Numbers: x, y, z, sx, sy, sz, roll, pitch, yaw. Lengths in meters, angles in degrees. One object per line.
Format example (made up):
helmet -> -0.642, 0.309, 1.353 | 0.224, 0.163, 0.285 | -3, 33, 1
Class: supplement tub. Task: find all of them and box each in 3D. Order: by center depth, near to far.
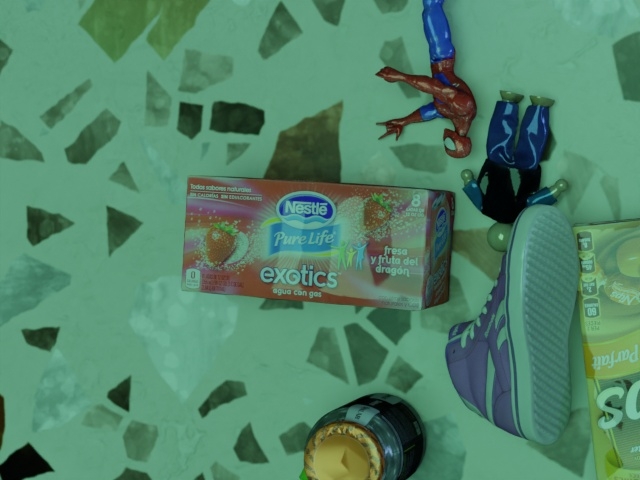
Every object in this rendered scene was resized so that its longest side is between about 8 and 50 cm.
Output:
supplement tub -> 0.051, 0.247, 1.748 | 0.117, 0.190, 0.117 | 0, 91, 16

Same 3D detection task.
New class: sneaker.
sneaker -> 0.205, 0.086, 1.712 | 0.161, 0.102, 0.282 | 19, 113, 47

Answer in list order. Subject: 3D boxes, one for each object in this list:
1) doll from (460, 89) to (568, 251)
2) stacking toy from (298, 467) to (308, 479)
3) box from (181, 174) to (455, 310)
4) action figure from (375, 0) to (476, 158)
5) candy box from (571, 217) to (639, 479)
doll -> 0.232, -0.079, 1.762 | 0.129, 0.046, 0.189 | 12, 94, 17
stacking toy -> 0.038, 0.397, 1.783 | 0.221, 0.052, 0.167 | 30, 97, 17
box -> 0.000, 0.000, 1.779 | 0.300, 0.154, 0.142 | 4, 92, 18
action figure -> 0.108, -0.227, 1.774 | 0.139, 0.091, 0.280 | -14, 86, 10
candy box -> 0.396, 0.129, 1.694 | 0.182, 0.087, 0.317 | -6, 89, 18
